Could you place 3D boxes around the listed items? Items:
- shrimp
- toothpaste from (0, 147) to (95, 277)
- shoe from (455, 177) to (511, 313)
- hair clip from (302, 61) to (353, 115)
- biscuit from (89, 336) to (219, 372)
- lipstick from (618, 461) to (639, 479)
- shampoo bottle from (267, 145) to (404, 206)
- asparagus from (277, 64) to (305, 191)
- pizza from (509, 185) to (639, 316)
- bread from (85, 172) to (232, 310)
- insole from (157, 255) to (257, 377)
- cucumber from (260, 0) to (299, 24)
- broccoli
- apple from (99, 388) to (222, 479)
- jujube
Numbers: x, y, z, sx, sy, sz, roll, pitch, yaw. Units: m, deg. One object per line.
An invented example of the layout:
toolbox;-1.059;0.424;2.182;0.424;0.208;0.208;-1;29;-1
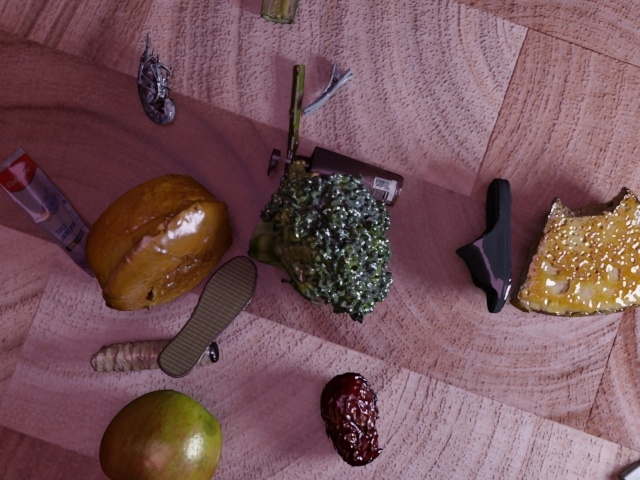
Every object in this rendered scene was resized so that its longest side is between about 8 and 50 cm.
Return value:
shrimp;-0.296;-0.290;1.608;0.065;0.056;0.165;-3;97;14
toothpaste;-0.462;-0.034;1.597;0.075;0.048;0.301;-44;87;1
shoe;0.284;0.008;1.585;0.093;0.108;0.241;4;80;0
hair clip;0.007;-0.274;1.629;0.039;0.030;0.115;42;84;20
biscuit;-0.290;0.200;1.580;0.219;0.061;0.055;-5;80;-1
lipstick;0.585;0.402;1.610;0.107;0.025;0.025;-33;88;-8
shampoo bottle;0.026;-0.115;1.595;0.236;0.067;0.068;16;69;-4
asparagus;-0.051;-0.196;1.625;0.025;0.024;0.248;4;86;42
pizza;0.483;0.022;1.596;0.324;0.089;0.223;-8;93;-4
bread;-0.268;0.003;1.501;0.268;0.268;0.145;-41;74;-3
insole;-0.192;0.132;1.577;0.086;0.005;0.253;31;71;11
cucumber;-0.066;-0.446;1.632;0.067;0.035;0.107;11;81;10
broccoli;0.000;0.000;1.540;0.246;0.248;0.288;13;117;39
apple;-0.262;0.344;1.512;0.196;0.196;0.195;0;87;-1
jujube;0.049;0.312;1.565;0.104;0.104;0.165;-9;89;-2
